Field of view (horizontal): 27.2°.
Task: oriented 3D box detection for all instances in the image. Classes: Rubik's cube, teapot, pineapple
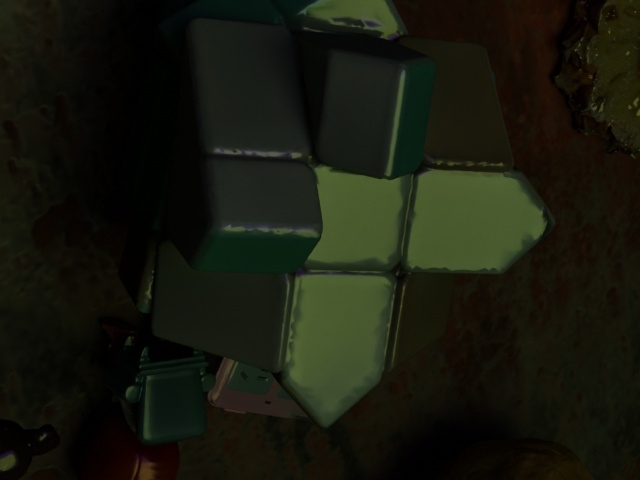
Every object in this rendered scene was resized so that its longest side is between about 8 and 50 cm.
[{"bbox_3d":[0.006,-0.042,0.752,0.224,0.213,0.265,10,103,-21],"label":"Rubik's cube"},{"bbox_3d":[0.139,0.264,1.085,0.311,0.167,0.203,-6,88,-59],"label":"teapot"},{"bbox_3d":[0.268,-0.165,1.045,0.221,0.047,0.221,-16,120,-31],"label":"pineapple"}]

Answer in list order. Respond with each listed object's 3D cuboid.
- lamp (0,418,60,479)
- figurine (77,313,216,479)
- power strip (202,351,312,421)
[{"bbox_3d":[-0.273,0.130,0.715,0.253,0.118,0.118,-30,126,-23],"label":"lamp"},{"bbox_3d":[-0.116,0.123,0.859,0.068,0.075,0.140,-1,109,-39],"label":"figurine"},{"bbox_3d":[0.000,0.000,0.916,0.109,0.037,0.279,16,100,-41],"label":"power strip"}]
